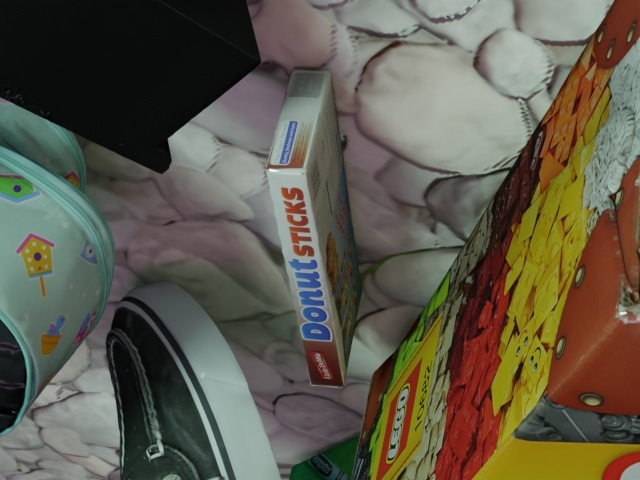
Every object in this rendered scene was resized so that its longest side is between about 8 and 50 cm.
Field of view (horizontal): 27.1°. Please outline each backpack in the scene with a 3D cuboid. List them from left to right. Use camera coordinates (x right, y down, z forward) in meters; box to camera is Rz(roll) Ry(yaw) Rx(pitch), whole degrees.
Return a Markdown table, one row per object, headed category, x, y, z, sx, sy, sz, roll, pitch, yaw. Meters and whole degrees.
| category | x | y | z | sx | sy | sz | roll | pitch | yaw |
| --- | --- | --- | --- | --- | --- | --- | --- | --- | --- |
| backpack | -0.190 | -0.002 | 0.643 | 0.188 | 0.144 | 0.166 | 38 | 141 | 6 |

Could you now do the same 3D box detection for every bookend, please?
| category | x | y | z | sx | sy | sz | roll | pitch | yaw |
| --- | --- | --- | --- | --- | --- | --- | --- | --- | --- |
| bookend | -0.072 | -0.120 | 0.512 | 0.157 | 0.072 | 0.156 | -36 | 140 | 28 |

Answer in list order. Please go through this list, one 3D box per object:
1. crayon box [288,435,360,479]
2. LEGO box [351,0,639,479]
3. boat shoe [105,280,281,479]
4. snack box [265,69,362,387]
| category | x | y | z | sx | sy | sz | roll | pitch | yaw |
| --- | --- | --- | --- | --- | --- | --- | --- | --- | --- |
| crayon box | 0.129 | 0.222 | 0.901 | 0.278 | 0.081 | 0.165 | 33 | 139 | -24 |
| LEGO box | 0.295 | 0.122 | 0.620 | 0.500 | 0.193 | 0.372 | 17 | 143 | -5 |
| boat shoe | -0.078 | 0.161 | 0.702 | 0.105 | 0.306 | 0.113 | -10 | 155 | -23 |
| snack box | 0.000 | 0.000 | 0.661 | 0.022 | 0.064 | 0.178 | 4 | 143 | 10 |
